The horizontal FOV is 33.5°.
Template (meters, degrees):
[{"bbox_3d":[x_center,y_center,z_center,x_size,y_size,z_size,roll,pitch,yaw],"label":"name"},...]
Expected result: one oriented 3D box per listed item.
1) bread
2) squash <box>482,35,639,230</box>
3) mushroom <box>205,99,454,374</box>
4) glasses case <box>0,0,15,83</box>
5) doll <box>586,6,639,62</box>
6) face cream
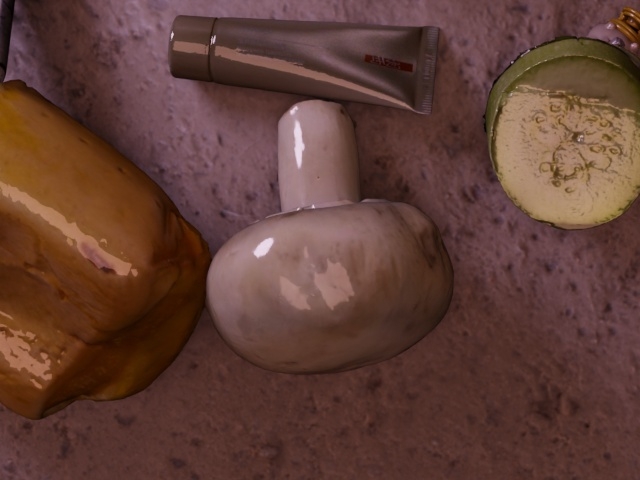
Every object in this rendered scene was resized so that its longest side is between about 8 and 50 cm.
[{"bbox_3d":[-0.337,0.026,1.355,0.394,0.250,0.361,36,122,-2],"label":"bread"},{"bbox_3d":[0.306,-0.138,1.301,0.220,0.133,0.220,5,116,11],"label":"squash"},{"bbox_3d":[0.000,0.000,1.330,0.314,0.314,0.336,-10,70,7],"label":"mushroom"},{"bbox_3d":[-0.419,-0.323,1.328,0.114,0.060,0.299,-25,57,41],"label":"glasses case"},{"bbox_3d":[0.359,-0.234,1.334,0.073,0.084,0.127,42,92,0],"label":"doll"},{"bbox_3d":[-0.021,-0.236,1.372,0.341,0.084,0.137,6,63,4],"label":"face cream"}]
